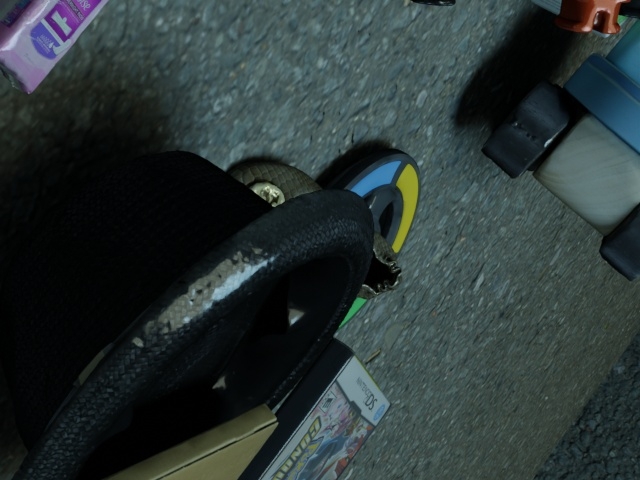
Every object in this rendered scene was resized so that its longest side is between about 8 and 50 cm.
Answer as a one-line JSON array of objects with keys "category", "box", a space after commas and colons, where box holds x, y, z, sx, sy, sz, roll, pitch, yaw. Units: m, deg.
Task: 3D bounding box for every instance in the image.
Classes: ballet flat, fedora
[{"category": "ballet flat", "box": [0.000, 0.000, 1.042, 0.250, 0.058, 0.084, 32, 91, -49]}, {"category": "fedora", "box": [-0.119, 0.057, 0.810, 0.334, 0.152, 0.334, -38, 161, -16]}]

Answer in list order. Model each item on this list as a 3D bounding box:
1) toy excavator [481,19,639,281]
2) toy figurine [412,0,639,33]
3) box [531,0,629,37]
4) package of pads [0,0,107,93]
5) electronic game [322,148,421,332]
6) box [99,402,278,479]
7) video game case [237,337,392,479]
[{"category": "toy excavator", "box": [0.435, -0.202, 1.366, 0.445, 0.222, 0.433, -49, 173, 14]}, {"category": "toy figurine", "box": [0.184, -0.261, 0.951, 0.209, 0.213, 0.148, -24, 125, -55]}, {"category": "box", "box": [0.299, -0.291, 1.256, 0.101, 0.102, 0.087, -38, 148, -33]}, {"category": "package of pads", "box": [-0.159, -0.130, 0.673, 0.083, 0.032, 0.050, -52, 159, -10]}, {"category": "electronic game", "box": [0.028, 0.011, 1.184, 0.229, 0.048, 0.229, -43, 153, -28]}, {"category": "box", "box": [-0.131, 0.199, 0.819, 0.201, 0.021, 0.164, -17, 148, -54]}, {"category": "video game case", "box": [-0.025, 0.269, 1.423, 0.275, 0.035, 0.248, -53, 156, -10]}]
